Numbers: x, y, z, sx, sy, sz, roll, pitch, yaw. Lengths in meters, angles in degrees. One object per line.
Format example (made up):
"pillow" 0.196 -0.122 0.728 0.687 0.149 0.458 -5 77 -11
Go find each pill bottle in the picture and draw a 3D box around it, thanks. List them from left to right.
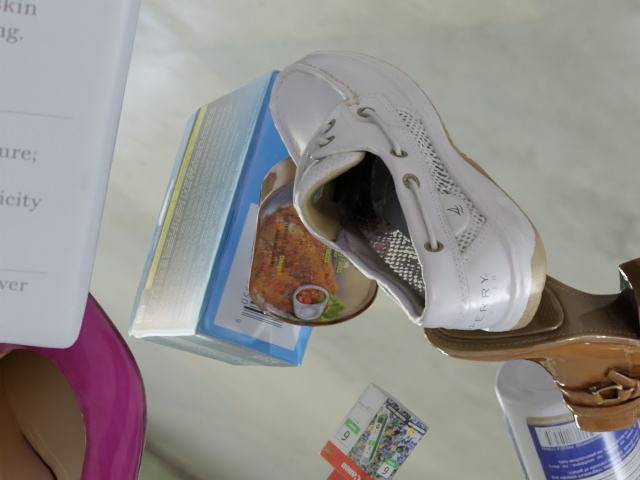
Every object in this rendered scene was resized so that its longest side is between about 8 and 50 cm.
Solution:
"pill bottle" 0.230 0.184 1.569 0.112 0.112 0.187 13 132 47

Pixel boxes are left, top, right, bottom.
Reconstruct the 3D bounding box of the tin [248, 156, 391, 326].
"tin" 0.000 0.000 1.415 0.106 0.040 0.190 8 140 -3

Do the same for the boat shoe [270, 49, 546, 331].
"boat shoe" 0.028 -0.038 1.105 0.277 0.096 0.098 46 134 46

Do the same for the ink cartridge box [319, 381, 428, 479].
"ink cartridge box" 0.034 0.184 1.508 0.029 0.115 0.063 35 -178 -43

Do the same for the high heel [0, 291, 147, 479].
"high heel" -0.199 0.159 1.176 0.181 0.127 0.377 0 -125 -47

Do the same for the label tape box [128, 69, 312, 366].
"label tape box" -0.079 -0.011 1.736 0.115 0.249 0.347 18 172 -14

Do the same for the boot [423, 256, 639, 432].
"boot" 0.179 0.087 1.289 0.197 0.073 0.152 -8 140 5

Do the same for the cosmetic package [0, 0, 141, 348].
"cosmetic package" -0.289 -0.190 1.132 0.329 0.394 0.327 7 -149 -14
